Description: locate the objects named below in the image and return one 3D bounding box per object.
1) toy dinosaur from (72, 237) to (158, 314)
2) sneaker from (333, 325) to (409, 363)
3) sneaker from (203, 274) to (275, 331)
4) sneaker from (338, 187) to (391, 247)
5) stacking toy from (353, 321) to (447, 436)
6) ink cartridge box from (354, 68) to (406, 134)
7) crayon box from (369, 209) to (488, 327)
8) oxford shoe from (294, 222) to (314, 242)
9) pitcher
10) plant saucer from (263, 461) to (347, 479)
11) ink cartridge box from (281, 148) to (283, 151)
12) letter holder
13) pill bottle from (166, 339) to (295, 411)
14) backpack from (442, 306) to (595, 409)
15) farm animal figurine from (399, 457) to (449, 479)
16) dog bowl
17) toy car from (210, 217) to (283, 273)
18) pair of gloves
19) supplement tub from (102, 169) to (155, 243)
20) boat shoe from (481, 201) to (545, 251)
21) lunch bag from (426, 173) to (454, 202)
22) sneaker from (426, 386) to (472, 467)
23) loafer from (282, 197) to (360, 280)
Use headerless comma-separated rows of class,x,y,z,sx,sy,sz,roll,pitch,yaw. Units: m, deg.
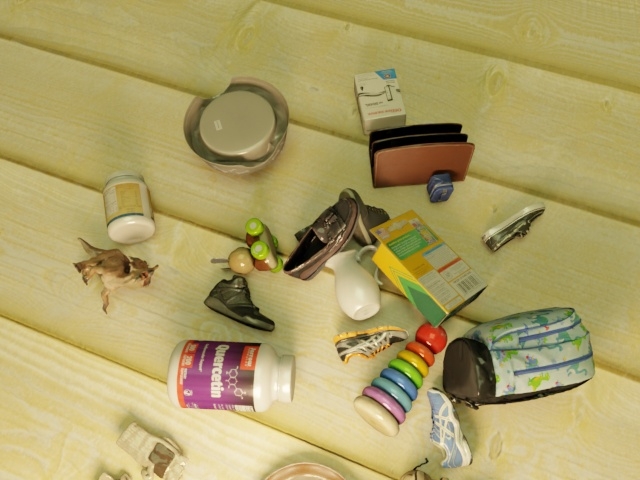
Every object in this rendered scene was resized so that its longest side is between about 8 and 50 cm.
toy dinosaur,-0.619,0.081,1.689,0.200,0.127,0.295,-33,55,-20
sneaker,0.146,0.292,1.565,0.214,0.084,0.083,-12,67,8
sneaker,-0.219,0.179,1.631,0.227,0.087,0.130,23,74,19
sneaker,0.134,-0.092,1.683,0.118,0.222,0.083,-44,42,-22
stacking toy,0.238,0.357,1.502,0.141,0.141,0.330,35,67,18
ink cartridge box,0.204,-0.478,1.917,0.148,0.086,0.203,-9,64,-1
crayon box,0.298,0.073,1.613,0.203,0.083,0.323,-24,63,-37
oxford shoe,0.040,-0.029,1.729,0.227,0.083,0.096,-28,82,-7
pitcher,0.119,0.114,1.624,0.177,0.126,0.207,-21,55,-3
plant saucer,-0.038,0.720,1.387,0.310,0.050,0.311,-1,65,2
ink cartridge box,-0.228,-0.373,1.915,0.208,0.045,0.207,-3,65,4
letter holder,0.310,-0.293,1.752,0.301,0.214,0.152,-4,65,2
pill bottle,-0.233,0.363,1.493,0.322,0.182,0.182,1,65,4
backpack,0.520,0.298,1.430,0.355,0.290,0.274,5,78,-2
farm animal figurine,0.203,0.689,1.320,0.330,0.172,0.327,31,52,-2
dog bowl,-0.269,-0.372,1.838,0.348,0.102,0.349,-2,66,4
toy car,-0.230,0.041,1.673,0.188,0.155,0.149,-20,65,8
pair of gloves,-0.476,0.626,1.462,0.204,0.042,0.240,24,70,10
supplement tub,-0.607,-0.106,1.757,0.144,0.144,0.200,-15,64,-4
boat shoe,0.601,-0.037,1.696,0.219,0.078,0.070,-31,66,-2
lunch bag,0.379,-0.162,1.751,0.067,0.098,0.065,-9,67,-7
sneaker,0.322,0.490,1.457,0.081,0.080,0.211,-16,64,-8
loafer,0.000,0.000,1.598,0.303,0.095,0.109,-54,51,25
